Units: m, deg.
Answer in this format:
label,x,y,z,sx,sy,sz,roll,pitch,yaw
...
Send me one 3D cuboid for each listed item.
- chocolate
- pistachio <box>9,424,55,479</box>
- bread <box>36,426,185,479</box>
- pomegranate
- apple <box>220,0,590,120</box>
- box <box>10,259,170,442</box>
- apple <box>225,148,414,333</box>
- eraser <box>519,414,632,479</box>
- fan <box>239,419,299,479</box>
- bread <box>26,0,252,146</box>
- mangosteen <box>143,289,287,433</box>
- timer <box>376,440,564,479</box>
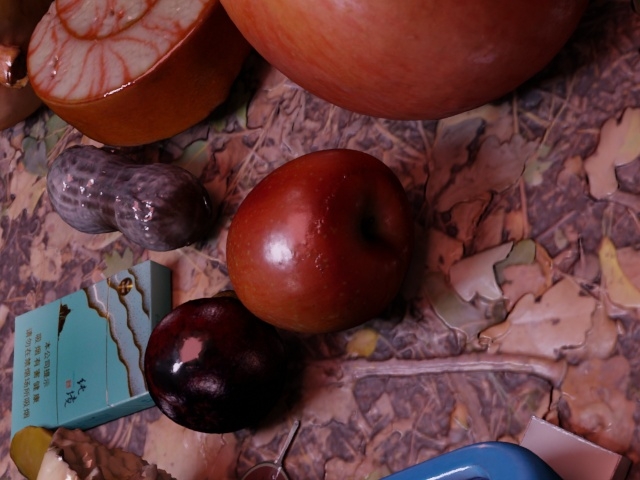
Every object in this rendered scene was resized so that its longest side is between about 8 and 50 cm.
label,x,y,z,sx,sy,sz,roll,pitch,yaw
chocolate,-0.224,-0.048,1.818,0.248,0.110,0.110,16,83,45
pistachio,-0.282,0.264,1.771,0.173,0.049,0.090,24,102,43
bread,-0.164,0.350,1.533,0.315,0.211,0.270,22,97,50
pomegranate,-0.438,-0.252,1.997,0.229,0.252,0.270,-45,38,-6
apple,0.069,-0.296,1.509,0.364,0.364,0.364,-18,61,36
box,-0.263,0.131,1.819,0.229,0.041,0.162,-21,59,34
apple,0.000,0.000,1.550,0.168,0.181,0.181,-1,72,45
eraser,0.197,0.237,1.377,0.104,0.023,0.150,22,88,45
fan,-0.050,0.242,1.607,0.085,0.005,0.133,23,89,45
bread,-0.188,-0.265,1.849,0.295,0.114,0.328,20,75,45
mangosteen,-0.105,0.119,1.617,0.152,0.152,0.153,-18,61,36
timer,0.075,0.335,1.290,0.309,0.115,0.340,-28,31,35
